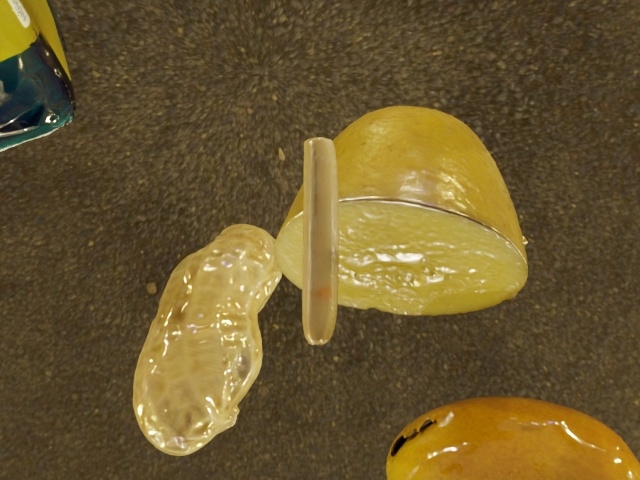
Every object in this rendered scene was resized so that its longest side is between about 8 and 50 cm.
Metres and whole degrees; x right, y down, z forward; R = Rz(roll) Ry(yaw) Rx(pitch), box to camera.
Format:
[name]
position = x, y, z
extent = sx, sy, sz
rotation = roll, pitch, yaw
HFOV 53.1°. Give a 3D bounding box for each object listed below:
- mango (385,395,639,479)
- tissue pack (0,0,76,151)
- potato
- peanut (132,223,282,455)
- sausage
[mango]
position = 0.178, 0.225, 0.585
extent = 0.236, 0.136, 0.166
rotation = 2, 93, 7
[tissue pack]
position = -0.507, -0.329, 0.796
extent = 0.253, 0.416, 0.264
rotation = -22, 64, -6
[potato]
position = 0.074, -0.039, 0.547
extent = 0.178, 0.203, 0.158
rotation = 37, 56, -33
[peanut]
position = -0.139, 0.111, 0.831
extent = 0.153, 0.140, 0.325
rotation = 16, 61, 12
[sausage]
position = 0.000, 0.000, 0.408
extent = 0.024, 0.024, 0.132
rotation = 0, 83, -5
